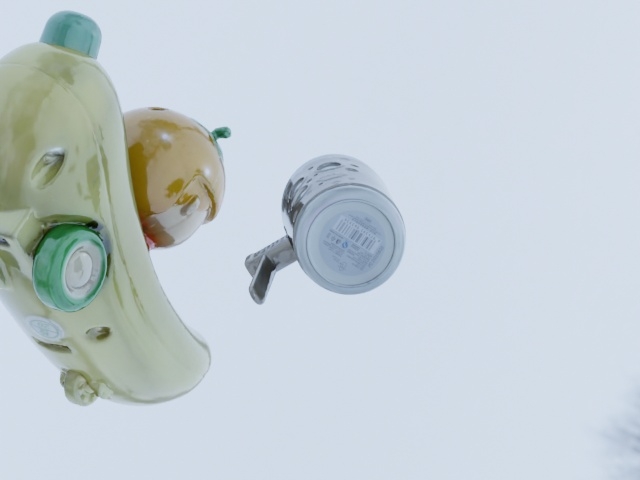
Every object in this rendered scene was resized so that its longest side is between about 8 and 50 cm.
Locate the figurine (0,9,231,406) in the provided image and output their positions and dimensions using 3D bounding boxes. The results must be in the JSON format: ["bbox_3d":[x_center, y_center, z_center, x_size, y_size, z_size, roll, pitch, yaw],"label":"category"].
[{"bbox_3d":[-0.151,-0.012,1.326,0.222,0.124,0.324,-61,-35,-29],"label":"figurine"}]

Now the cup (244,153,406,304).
[{"bbox_3d":[0.000,-0.008,1.162,0.099,0.102,0.074,-113,16,-76],"label":"cup"}]
